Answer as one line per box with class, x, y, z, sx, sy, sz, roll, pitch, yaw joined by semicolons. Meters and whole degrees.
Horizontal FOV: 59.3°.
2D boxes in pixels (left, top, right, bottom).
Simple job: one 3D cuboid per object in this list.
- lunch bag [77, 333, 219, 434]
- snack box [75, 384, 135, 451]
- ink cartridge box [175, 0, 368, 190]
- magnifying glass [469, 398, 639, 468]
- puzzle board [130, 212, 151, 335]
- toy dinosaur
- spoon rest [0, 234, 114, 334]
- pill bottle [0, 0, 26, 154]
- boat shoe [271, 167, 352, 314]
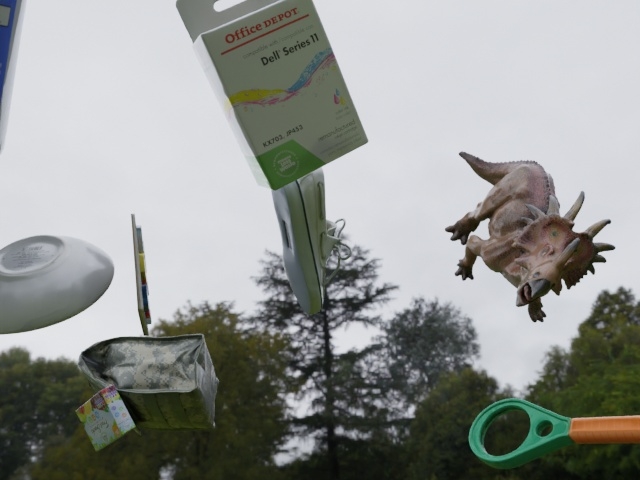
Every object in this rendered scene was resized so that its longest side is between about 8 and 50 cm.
lunch bag;-0.402;0.342;1.318;0.286;0.169;0.235;-1;-41;0
snack box;-0.452;0.374;1.179;0.141;0.100;0.037;-38;-9;39
ink cartridge box;-0.083;-0.292;0.986;0.207;0.354;0.119;-29;19;-12
magnifying glass;0.277;0.226;0.665;0.026;0.092;0.231;46;-40;-16
puzzle board;-0.184;0.040;0.581;0.011;0.097;0.128;-4;-19;-17
toy dinosaur;0.261;-0.027;0.711;0.127;0.296;0.200;6;-34;-11
spoon rest;-0.354;0.050;0.580;0.276;0.137;0.084;-2;-56;-5
pill bottle;-0.382;-0.159;0.542;0.152;0.152;0.272;11;-72;-27
boat shoe;-0.004;-0.005;1.263;0.156;0.136;0.367;-21;-59;-20
